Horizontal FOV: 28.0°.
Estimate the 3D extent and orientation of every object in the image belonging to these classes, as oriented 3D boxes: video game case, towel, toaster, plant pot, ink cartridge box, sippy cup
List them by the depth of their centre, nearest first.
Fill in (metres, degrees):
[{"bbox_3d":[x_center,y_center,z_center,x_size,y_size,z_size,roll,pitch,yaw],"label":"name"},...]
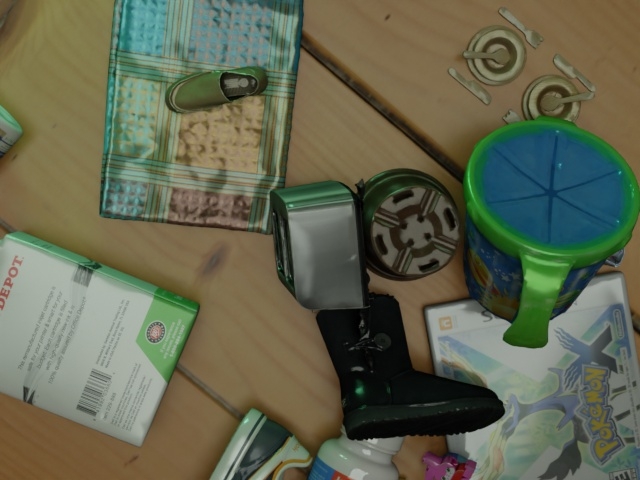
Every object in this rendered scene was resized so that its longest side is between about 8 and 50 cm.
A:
[{"bbox_3d":[0.294,-0.007,1.758,0.240,0.224,0.305,40,59,22],"label":"sippy cup"},{"bbox_3d":[0.000,0.000,1.781,0.110,0.168,0.185,-8,102,-11],"label":"toaster"},{"bbox_3d":[0.125,-0.019,1.801,0.167,0.165,0.167,0,93,-3],"label":"plant pot"},{"bbox_3d":[-0.342,0.134,1.812,0.289,0.121,0.211,23,93,-4],"label":"ink cartridge box"},{"bbox_3d":[-0.172,-0.203,1.839,0.271,0.040,0.370,6,94,-2],"label":"towel"},{"bbox_3d":[0.325,0.231,1.891,0.300,0.036,0.329,-10,95,-2],"label":"video game case"}]

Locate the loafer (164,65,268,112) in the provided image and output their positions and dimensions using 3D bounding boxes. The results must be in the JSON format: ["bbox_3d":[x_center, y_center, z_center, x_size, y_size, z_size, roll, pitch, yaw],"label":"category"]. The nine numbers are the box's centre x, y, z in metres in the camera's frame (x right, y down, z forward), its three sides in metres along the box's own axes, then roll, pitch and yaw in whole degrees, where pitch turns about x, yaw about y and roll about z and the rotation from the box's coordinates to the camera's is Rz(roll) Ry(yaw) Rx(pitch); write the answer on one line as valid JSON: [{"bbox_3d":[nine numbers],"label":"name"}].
[{"bbox_3d":[-0.147,-0.214,1.796,0.148,0.050,0.056,-16,96,-1],"label":"loafer"}]

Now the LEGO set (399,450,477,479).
[{"bbox_3d":[0.143,0.371,1.860,0.093,0.087,0.227,26,118,5],"label":"LEGO set"}]

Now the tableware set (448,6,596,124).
[{"bbox_3d":[0.298,-0.234,1.857,0.194,0.039,0.128,40,91,-4],"label":"tableware set"}]

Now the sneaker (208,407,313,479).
[{"bbox_3d":[-0.129,0.409,1.838,0.127,0.126,0.321,31,90,1],"label":"sneaker"}]

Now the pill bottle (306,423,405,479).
[{"bbox_3d":[0.039,0.360,1.843,0.124,0.124,0.221,21,93,-4],"label":"pill bottle"}]

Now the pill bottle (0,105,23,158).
[{"bbox_3d":[-0.518,-0.121,1.793,0.112,0.112,0.186,43,91,-4],"label":"pill bottle"}]

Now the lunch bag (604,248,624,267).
[{"bbox_3d":[0.405,-0.001,1.861,0.053,0.071,0.083,-24,95,-2],"label":"lunch bag"}]

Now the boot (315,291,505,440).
[{"bbox_3d":[0.127,0.170,1.818,0.246,0.094,0.207,-2,59,-17],"label":"boot"}]
